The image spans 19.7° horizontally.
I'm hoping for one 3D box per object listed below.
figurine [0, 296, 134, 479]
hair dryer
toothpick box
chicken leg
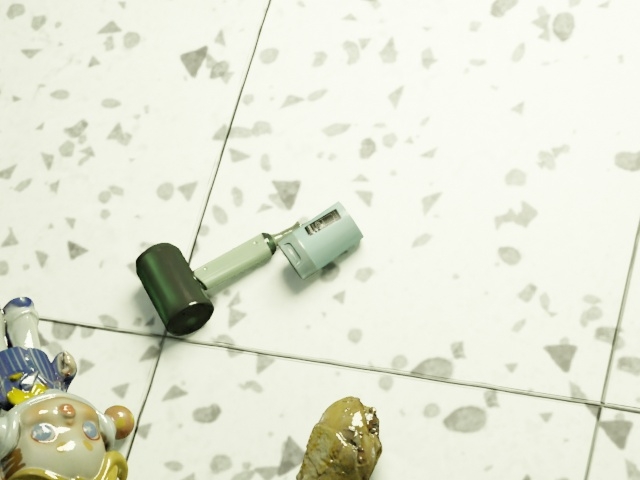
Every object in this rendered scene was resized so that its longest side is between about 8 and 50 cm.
[{"bbox_3d":[-0.318,0.189,1.982,0.274,0.194,0.133,48,127,14],"label":"figurine"},{"bbox_3d":[-0.103,0.022,2.064,0.198,0.057,0.100,-26,60,-6],"label":"hair dryer"},{"bbox_3d":[0.000,0.000,2.033,0.083,0.052,0.052,-35,60,-3],"label":"toothpick box"},{"bbox_3d":[0.006,0.255,1.900,0.085,0.069,0.198,21,79,27],"label":"chicken leg"}]
